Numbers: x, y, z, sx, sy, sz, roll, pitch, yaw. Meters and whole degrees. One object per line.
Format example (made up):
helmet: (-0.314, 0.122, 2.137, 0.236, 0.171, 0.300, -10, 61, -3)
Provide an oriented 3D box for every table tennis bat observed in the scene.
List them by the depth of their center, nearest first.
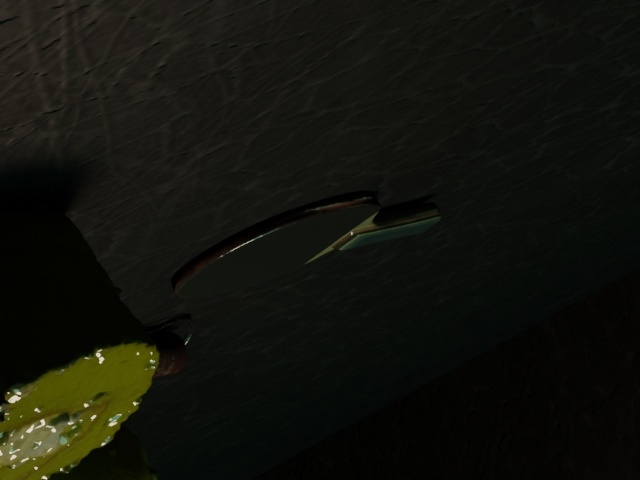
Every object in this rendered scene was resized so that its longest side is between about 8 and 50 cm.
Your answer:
table tennis bat: (0.000, 0.000, 1.627, 0.301, 0.022, 0.173, -13, 164, -45)

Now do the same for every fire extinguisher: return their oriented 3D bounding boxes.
fire extinguisher: (-0.161, 0.104, 1.724, 0.078, 0.045, 0.157, -52, 159, 19)

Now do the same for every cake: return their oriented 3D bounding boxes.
cake: (-0.238, 0.086, 1.142, 0.261, 0.156, 0.179, -24, 155, -36)

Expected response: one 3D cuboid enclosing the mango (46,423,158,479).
mango: (-0.276, 0.268, 1.824, 0.273, 0.185, 0.149, -33, 160, -55)
